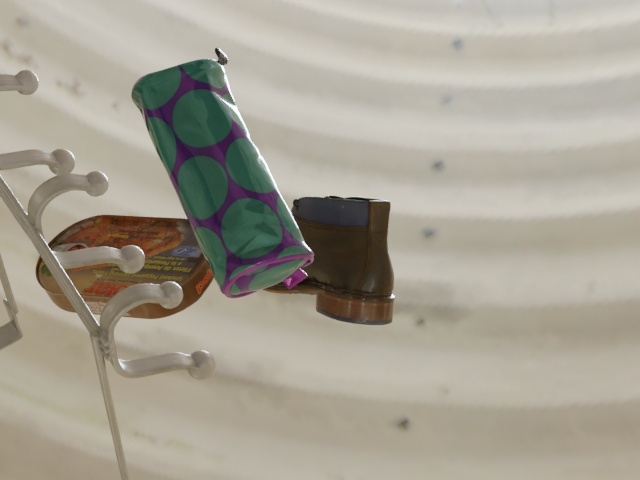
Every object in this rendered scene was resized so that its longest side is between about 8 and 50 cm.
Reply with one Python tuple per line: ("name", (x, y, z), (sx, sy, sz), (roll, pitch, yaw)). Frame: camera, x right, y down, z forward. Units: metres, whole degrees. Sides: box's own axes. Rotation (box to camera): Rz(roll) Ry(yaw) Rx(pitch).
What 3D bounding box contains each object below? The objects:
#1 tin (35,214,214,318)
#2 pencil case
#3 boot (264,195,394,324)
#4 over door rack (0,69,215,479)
("tin", (-0.185, 0.026, 1.604), (0.189, 0.040, 0.106), (4, -136, 31))
("pencil case", (-0.060, -0.040, 1.047), (0.064, 0.152, 0.070), (-30, 164, 16))
("boot", (0.000, 0.000, 1.495), (0.082, 0.106, 0.219), (0, -168, -35))
("over door rack", (-0.186, 0.056, 1.280), (0.108, 0.324, 0.239), (-21, -123, -27))
